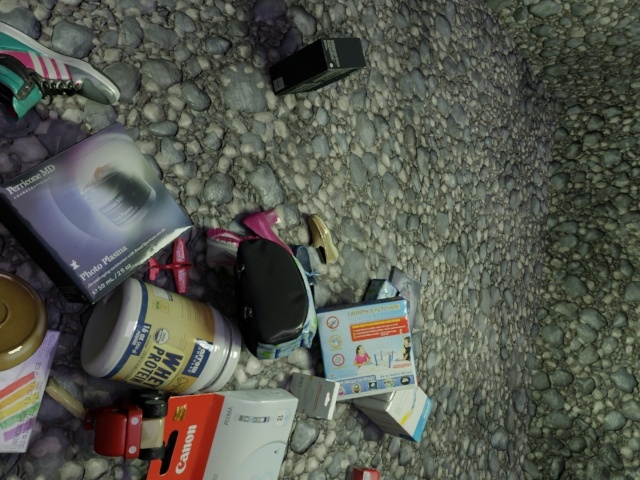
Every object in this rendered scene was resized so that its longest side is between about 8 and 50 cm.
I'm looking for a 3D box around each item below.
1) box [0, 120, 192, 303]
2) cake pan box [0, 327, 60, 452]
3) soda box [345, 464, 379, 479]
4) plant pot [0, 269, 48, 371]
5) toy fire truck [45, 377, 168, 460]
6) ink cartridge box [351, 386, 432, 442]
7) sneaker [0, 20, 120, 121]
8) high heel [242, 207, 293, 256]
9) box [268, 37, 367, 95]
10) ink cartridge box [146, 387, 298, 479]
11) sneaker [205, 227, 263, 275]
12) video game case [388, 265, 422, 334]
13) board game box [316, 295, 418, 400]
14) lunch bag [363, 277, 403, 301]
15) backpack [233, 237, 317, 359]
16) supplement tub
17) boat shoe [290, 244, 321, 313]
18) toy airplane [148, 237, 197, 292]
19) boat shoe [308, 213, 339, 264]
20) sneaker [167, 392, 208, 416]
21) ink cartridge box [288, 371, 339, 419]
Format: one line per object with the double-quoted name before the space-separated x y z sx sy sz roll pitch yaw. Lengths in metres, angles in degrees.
"box" -0.513 -0.061 1.050 0.296 0.182 0.294 -47 115 -35
"cake pan box" -0.695 0.292 0.931 0.245 0.070 0.267 22 71 -37
"soda box" 0.129 0.938 1.623 0.092 0.083 0.264 24 70 -39
"plant pot" -0.663 0.147 0.916 0.236 0.032 0.237 33 35 -26
"toy fire truck" -0.481 0.391 1.034 0.246 0.217 0.159 6 82 -27
"ink cartridge box" 0.270 0.600 1.720 0.233 0.171 0.168 50 56 -28
"sneaker" -0.610 -0.333 1.017 0.295 0.123 0.179 21 67 -31
"high heel" -0.158 0.026 1.442 0.117 0.082 0.244 -24 107 -31
"box" -0.012 -0.558 1.495 0.184 0.261 0.103 -20 100 -42
"ink cartridge box" -0.254 0.564 1.236 0.384 0.091 0.309 15 91 -47
"sneaker" -0.224 0.049 1.353 0.252 0.103 0.111 17 109 -23
"video game case" 0.330 0.269 1.903 0.196 0.026 0.275 31 67 -37
"board game box" 0.153 0.364 1.572 0.307 0.086 0.302 -8 93 -2
"lunch bag" 0.250 0.237 1.780 0.151 0.096 0.129 41 66 -32
"backpack" -0.124 0.193 1.272 0.273 0.356 0.290 -5 58 -24
"supplement tub" -0.374 0.241 1.119 0.316 0.228 0.229 28 68 -37
"boat shoe" -0.042 0.141 1.526 0.108 0.089 0.259 -12 95 -43
"toy airplane" -0.400 0.072 1.244 0.151 0.028 0.151 6 81 -42
"boat shoe" 0.000 0.000 1.597 0.072 0.068 0.190 -38 112 -25
"sneaker" -0.314 0.467 1.256 0.209 0.082 0.069 39 60 -35
"ink cartridge box" -0.013 0.488 1.450 0.067 0.198 0.116 28 68 -37
